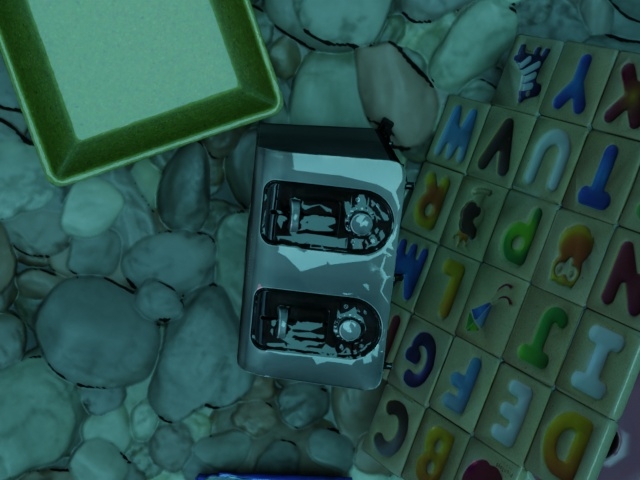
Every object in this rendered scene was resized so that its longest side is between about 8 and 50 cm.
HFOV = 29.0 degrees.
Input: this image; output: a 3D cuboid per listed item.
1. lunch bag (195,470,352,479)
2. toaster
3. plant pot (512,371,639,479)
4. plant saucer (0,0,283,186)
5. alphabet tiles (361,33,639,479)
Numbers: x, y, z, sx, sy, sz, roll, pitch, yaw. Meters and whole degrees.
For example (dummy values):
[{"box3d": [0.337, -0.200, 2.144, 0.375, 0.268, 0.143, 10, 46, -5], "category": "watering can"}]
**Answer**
[{"box3d": [-0.038, 0.261, 0.980, 0.128, 0.096, 0.151, 2, 82, -3], "category": "lunch bag"}, {"box3d": [0.000, 0.000, 0.914, 0.110, 0.186, 0.168, 6, 104, -4], "category": "toaster"}, {"box3d": [0.187, 0.125, 0.937, 0.201, 0.180, 0.201, -1, 96, -6], "category": "plant pot"}, {"box3d": [-0.145, -0.158, 0.938, 0.188, 0.045, 0.188, -19, 98, -3], "category": "plant saucer"}, {"box3d": [0.133, 0.024, 0.877, 0.011, 0.285, 0.343, 17, 96, -32], "category": "alphabet tiles"}]
